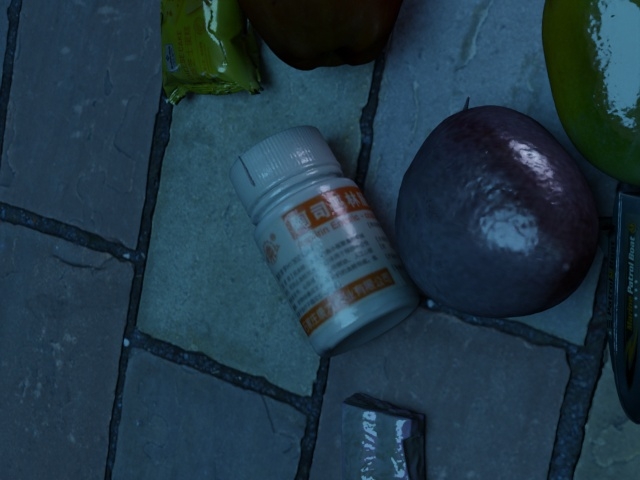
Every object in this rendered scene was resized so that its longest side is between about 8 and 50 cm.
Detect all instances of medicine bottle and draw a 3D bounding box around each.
[{"bbox_3d":[0.000,0.000,1.197,0.144,0.144,0.252,-40,71,29],"label":"medicine bottle"}]

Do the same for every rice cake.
[{"bbox_3d":[0.074,0.340,1.222,0.106,0.050,0.297,3,94,33],"label":"rice cake"}]

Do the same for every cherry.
[{"bbox_3d":[0.176,-0.027,1.047,0.266,0.184,0.213,-127,43,-53],"label":"cherry"}]

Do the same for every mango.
[{"bbox_3d":[0.302,-0.177,1.009,0.156,0.114,0.251,-4,100,26],"label":"mango"}]

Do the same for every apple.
[{"bbox_3d":[-0.002,-0.308,1.135,0.234,0.234,0.234,2,94,33],"label":"apple"}]

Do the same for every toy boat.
[{"bbox_3d":[0.325,0.064,1.016,0.103,0.093,0.246,7,98,53],"label":"toy boat"}]

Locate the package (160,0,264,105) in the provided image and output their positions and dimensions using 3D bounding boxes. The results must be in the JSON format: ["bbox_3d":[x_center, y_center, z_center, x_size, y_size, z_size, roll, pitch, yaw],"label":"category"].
[{"bbox_3d":[-0.145,-0.289,1.302,0.168,0.090,0.226,3,97,35],"label":"package"}]
